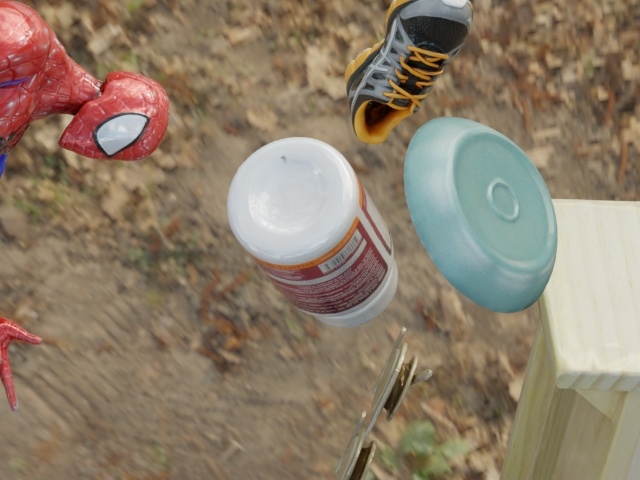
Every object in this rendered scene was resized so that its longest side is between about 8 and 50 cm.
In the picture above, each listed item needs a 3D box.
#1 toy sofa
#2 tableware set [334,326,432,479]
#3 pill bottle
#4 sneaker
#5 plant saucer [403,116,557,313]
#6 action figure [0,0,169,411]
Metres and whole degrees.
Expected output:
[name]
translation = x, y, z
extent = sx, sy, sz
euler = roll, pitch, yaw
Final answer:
[toy sofa]
translation = 0.201, 0.144, 1.207
extent = 0.177, 0.362, 0.150
euler = 1, 45, -5
[tableware set]
translation = 0.062, 0.197, 1.883
extent = 0.039, 0.128, 0.194
euler = 23, 109, -2
[pill bottle]
translation = 0.000, 0.000, 1.682
extent = 0.121, 0.221, 0.121
euler = -5, 67, 13
[sneaker]
translation = 0.089, -0.171, 1.791
extent = 0.084, 0.215, 0.083
euler = 14, 58, -16
[plant saucer]
translation = 0.096, -0.019, 1.017
extent = 0.021, 0.119, 0.119
euler = -29, 61, 41
[action figure]
translation = -0.186, -0.016, 0.600
extent = 0.280, 0.091, 0.139
euler = 0, 76, -16
